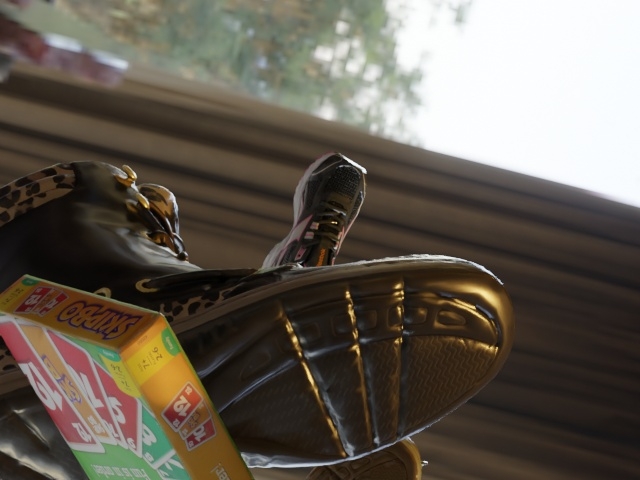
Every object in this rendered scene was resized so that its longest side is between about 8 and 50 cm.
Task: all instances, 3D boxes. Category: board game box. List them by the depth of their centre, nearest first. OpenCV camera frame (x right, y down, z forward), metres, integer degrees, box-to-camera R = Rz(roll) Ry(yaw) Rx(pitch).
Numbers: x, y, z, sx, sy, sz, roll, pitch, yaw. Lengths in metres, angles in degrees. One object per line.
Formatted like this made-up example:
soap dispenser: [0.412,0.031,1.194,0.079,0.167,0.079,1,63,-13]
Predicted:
board game box: [-0.064,0.135,0.757,0.039,0.259,0.124,-43,-149,-26]

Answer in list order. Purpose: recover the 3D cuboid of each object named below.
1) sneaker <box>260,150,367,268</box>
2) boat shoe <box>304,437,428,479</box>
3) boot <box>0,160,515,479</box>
sneaker: [0.000,0.000,1.563,0.077,0.072,0.178,-110,-140,-62]
boat shoe: [0.027,0.272,1.453,0.089,0.104,0.285,-35,157,-52]
boot: [-0.088,0.041,1.050,0.284,0.377,0.138,-123,-162,-58]
